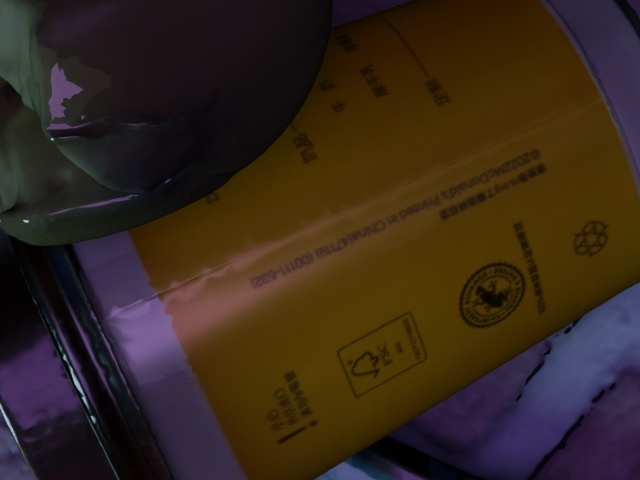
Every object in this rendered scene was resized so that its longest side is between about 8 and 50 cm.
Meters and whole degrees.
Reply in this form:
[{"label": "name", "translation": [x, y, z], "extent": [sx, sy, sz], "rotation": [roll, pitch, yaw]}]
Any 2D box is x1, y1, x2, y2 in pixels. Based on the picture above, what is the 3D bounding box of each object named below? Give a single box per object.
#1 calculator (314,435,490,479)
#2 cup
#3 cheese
[{"label": "calculator", "translation": [0.044, 0.223, 0.670], "extent": [0.274, 0.058, 0.248], "rotation": [29, 96, -2]}, {"label": "cup", "translation": [0.000, 0.000, 0.585], "extent": [0.280, 0.196, 0.196], "rotation": [-26, 97, -5]}, {"label": "cheese", "translation": [-0.080, -0.078, 0.492], "extent": [0.175, 0.202, 0.091], "rotation": [-21, 128, -10]}]
